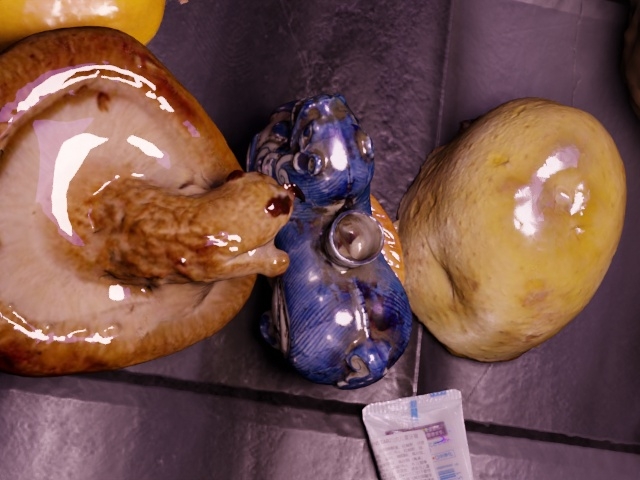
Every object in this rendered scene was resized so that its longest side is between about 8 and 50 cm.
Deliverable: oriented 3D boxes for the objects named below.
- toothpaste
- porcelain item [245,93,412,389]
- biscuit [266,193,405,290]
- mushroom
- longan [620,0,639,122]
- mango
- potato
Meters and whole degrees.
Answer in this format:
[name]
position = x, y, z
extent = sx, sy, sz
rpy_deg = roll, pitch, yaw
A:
[toothpaste]
position = 0.123, 0.304, 1.839
extent = 0.114, 0.073, 0.299
rpy_deg = -8, 77, -20
[porcelain item]
position = 0.016, 0.000, 1.743
extent = 0.138, 0.186, 0.288
rpy_deg = -9, 85, -20
[biscuit]
position = 0.000, 0.000, 1.852
extent = 0.224, 0.033, 0.144
rpy_deg = 39, 72, -8
[mushroom]
position = -0.203, -0.031, 1.658
extent = 0.345, 0.259, 0.345
rpy_deg = -3, 97, -24
[longan]
position = 0.491, -0.236, 1.893
extent = 0.391, 0.391, 0.391
rpy_deg = 3, 81, -20
[mango]
position = -0.286, -0.248, 1.749
extent = 0.317, 0.119, 0.176
rpy_deg = 9, 81, -10
[potato]
position = 0.209, -0.026, 1.841
extent = 0.242, 0.242, 0.285
rpy_deg = 37, 74, -11
